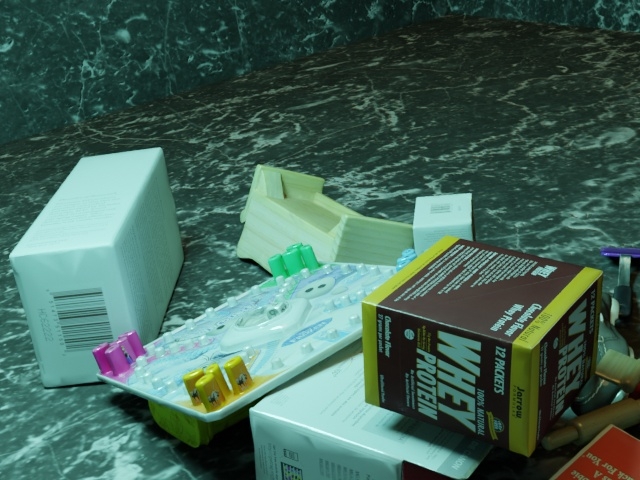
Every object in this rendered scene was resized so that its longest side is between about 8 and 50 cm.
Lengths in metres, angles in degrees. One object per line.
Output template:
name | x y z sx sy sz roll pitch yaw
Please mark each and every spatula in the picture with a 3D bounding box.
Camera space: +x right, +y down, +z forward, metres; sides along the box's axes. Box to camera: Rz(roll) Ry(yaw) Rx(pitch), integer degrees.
spatula | 0.482 0.059 1.647 0.084 0.030 0.296 2 24 17

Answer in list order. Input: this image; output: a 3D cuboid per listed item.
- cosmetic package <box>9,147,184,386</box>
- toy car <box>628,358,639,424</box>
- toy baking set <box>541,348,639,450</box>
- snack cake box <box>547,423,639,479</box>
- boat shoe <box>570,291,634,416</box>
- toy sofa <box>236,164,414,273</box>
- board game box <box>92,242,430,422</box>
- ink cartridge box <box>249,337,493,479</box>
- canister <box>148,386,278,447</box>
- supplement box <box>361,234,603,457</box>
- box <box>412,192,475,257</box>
cosmetic package | -0.351 0.027 1.722 0.161 0.230 0.453 -6 22 4
toy car | 0.438 0.188 1.242 0.136 0.159 0.182 -40 20 11
toy baking set | 0.249 0.169 1.166 0.256 0.030 0.197 -17 29 -28
snack cake box | 0.330 0.301 0.983 0.152 0.089 0.264 -38 33 -16
boat shoe | 0.340 0.135 1.378 0.095 0.112 0.335 33 21 0
toy sofa | 0.000 0.000 1.828 0.150 0.177 0.362 9 12 -32
board game box | -0.079 0.103 1.419 0.390 0.050 0.390 -28 15 -28
ink cartridge box | 0.115 0.214 1.254 0.272 0.130 0.309 13 30 31
canister | -0.134 0.206 1.432 0.170 0.073 0.126 -23 26 -36
supplement box | 0.176 0.105 1.120 0.194 0.129 0.191 14 29 32
box | 0.199 0.029 1.623 0.091 0.170 0.130 -5 23 9
